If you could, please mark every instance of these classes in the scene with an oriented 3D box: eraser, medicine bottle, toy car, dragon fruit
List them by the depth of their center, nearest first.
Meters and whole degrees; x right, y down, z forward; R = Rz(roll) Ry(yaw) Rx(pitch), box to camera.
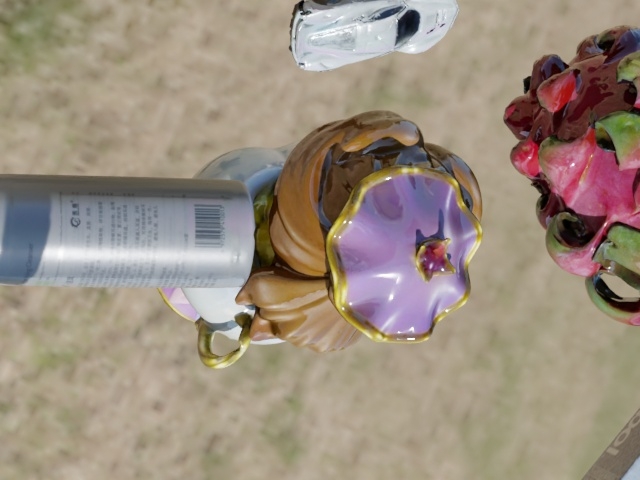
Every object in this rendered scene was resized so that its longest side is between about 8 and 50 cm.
[{"bbox_3d":[-0.134,-0.005,0.962,0.057,0.199,0.057,180,-90,-74],"label":"medicine bottle"},{"bbox_3d":[0.029,-0.111,0.993,0.093,0.025,0.041,-12,132,-15],"label":"toy car"},{"bbox_3d":[0.259,-0.028,1.424,0.218,0.198,0.273,-28,104,-37],"label":"dragon fruit"},{"bbox_3d":[0.334,0.166,1.809,0.212,0.046,0.092,-50,-172,-4],"label":"eraser"}]

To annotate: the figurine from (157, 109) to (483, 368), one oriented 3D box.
[{"bbox_3d":[0.000,0.000,1.274,0.142,0.263,0.189,31,66,-33],"label":"figurine"}]
